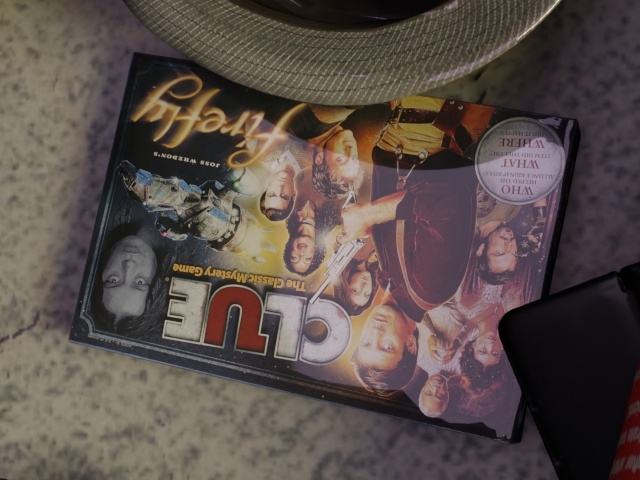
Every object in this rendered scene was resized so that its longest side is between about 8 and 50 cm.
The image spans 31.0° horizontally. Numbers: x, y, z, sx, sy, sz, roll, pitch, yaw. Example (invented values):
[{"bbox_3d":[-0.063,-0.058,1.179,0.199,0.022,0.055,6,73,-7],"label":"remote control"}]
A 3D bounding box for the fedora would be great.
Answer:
[{"bbox_3d":[0.019,-0.180,0.585,0.276,0.124,0.243,23,88,17],"label":"fedora"}]

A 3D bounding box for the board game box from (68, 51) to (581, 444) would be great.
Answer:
[{"bbox_3d":[0.000,0.000,0.609,0.243,0.042,0.165,10,86,16],"label":"board game box"}]

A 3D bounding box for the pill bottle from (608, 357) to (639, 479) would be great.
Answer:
[{"bbox_3d":[0.228,0.067,0.407,0.229,0.229,0.407,15,75,16],"label":"pill bottle"}]

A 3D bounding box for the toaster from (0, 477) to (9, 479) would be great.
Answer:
[{"bbox_3d":[-0.135,0.234,0.570,0.147,0.129,0.226,1,82,13],"label":"toaster"}]

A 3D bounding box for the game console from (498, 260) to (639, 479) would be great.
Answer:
[{"bbox_3d":[0.163,0.069,0.549,0.107,0.071,0.122,-21,88,-34],"label":"game console"}]
